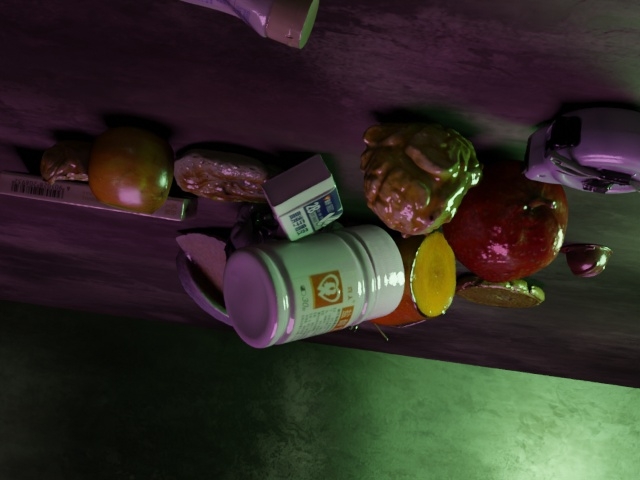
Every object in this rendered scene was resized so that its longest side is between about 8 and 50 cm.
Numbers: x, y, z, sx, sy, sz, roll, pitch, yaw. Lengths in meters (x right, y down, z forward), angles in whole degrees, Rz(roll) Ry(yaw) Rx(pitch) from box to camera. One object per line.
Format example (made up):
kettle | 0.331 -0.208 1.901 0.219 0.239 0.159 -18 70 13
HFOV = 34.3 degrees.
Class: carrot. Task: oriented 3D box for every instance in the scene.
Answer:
carrot | 0.163 0.092 2.266 0.214 0.193 0.331 39 150 -30

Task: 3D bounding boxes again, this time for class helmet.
helmet | 0.549 0.047 2.152 0.089 0.057 0.111 17 163 -38

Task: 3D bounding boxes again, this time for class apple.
apple | -0.334 -0.126 1.817 0.147 0.146 0.163 10 178 -16

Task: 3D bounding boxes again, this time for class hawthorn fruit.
hawthorn fruit | 0.316 -0.039 1.701 0.205 0.205 0.253 13 158 -17

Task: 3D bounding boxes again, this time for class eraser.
eraser | -0.030 -0.076 1.902 0.124 0.068 0.210 -27 163 -1

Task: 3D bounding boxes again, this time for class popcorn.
popcorn | 0.152 -0.093 1.612 0.167 0.185 0.187 20 -177 35

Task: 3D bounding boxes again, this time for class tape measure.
tape measure | 0.404 -0.121 1.499 0.196 0.105 0.178 10 165 0

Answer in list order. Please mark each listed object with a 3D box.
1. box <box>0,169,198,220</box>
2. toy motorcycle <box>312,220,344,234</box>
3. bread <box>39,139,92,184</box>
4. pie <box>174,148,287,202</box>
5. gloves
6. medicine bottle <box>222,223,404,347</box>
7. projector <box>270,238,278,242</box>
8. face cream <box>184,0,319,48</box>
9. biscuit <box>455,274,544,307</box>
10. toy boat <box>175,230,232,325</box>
box | -0.442 -0.090 2.103 0.365 0.051 0.204 8 -178 0
toy motorcycle | 0.000 0.000 2.257 0.151 0.074 0.228 14 156 -2
bread | -0.405 -0.137 1.943 0.232 0.088 0.128 5 -179 -20
pie | -0.168 -0.117 1.940 0.241 0.054 0.240 8 167 2
gloves | -0.126 -0.022 2.129 0.142 0.119 0.285 -27 175 -42
medicine bottle | -0.012 0.086 2.059 0.316 0.202 0.202 -11 178 -33
projector | -0.070 0.073 2.555 0.259 0.079 0.257 15 165 -23
face cream | -0.117 -0.298 1.237 0.224 0.070 0.114 20 166 5
biscuit | 0.434 0.123 2.536 0.226 0.042 0.226 10 165 3
toy boat | -0.235 0.072 2.500 0.276 0.111 0.293 39 142 9
